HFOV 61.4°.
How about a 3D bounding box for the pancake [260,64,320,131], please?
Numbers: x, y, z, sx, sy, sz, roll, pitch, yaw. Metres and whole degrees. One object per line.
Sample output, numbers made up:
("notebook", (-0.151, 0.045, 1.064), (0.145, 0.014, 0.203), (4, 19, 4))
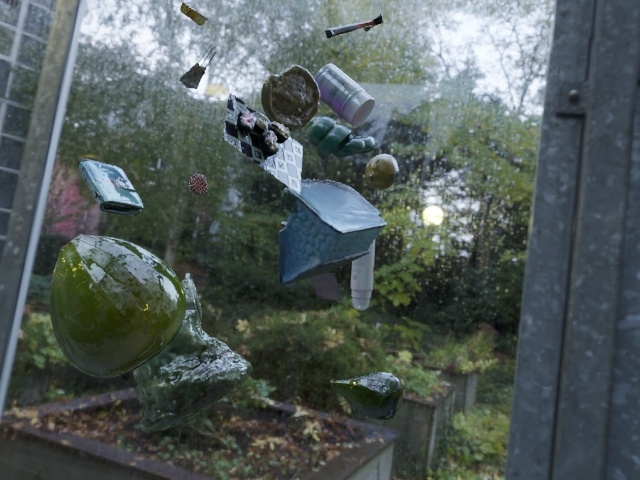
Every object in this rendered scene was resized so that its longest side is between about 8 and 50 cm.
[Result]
("pancake", (-0.095, -0.486, 1.839), (0.236, 0.223, 0.042), (-14, 10, -36))

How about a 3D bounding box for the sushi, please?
("sushi", (-0.131, -0.269, 1.424), (0.043, 0.193, 0.279), (-28, -45, 33))

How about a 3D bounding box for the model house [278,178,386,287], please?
("model house", (0.000, 0.000, 1.928), (0.297, 0.339, 0.360), (39, 29, 25))

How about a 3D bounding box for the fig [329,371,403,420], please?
("fig", (0.105, 0.362, 1.265), (0.177, 0.117, 0.117), (3, -7, 9))

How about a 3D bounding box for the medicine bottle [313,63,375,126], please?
("medicine bottle", (0.097, -0.626, 2.326), (0.254, 0.152, 0.152), (44, 4, 16))

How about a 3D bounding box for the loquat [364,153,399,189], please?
("loquat", (0.267, -0.298, 2.370), (0.152, 0.152, 0.195), (1, 27, 46))

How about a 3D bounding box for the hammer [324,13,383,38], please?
("hammer", (0.115, -0.736, 1.864), (0.287, 0.033, 0.111), (-31, 16, -39))

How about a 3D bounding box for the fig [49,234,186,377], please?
("fig", (-0.467, 0.132, 1.206), (0.315, 0.317, 0.316), (8, -6, 1))

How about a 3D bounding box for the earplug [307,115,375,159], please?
("earplug", (0.081, -0.411, 2.143), (0.280, 0.258, 0.164), (37, -33, -13))

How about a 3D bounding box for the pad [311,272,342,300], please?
("pad", (0.024, 0.191, 2.262), (0.113, 0.006, 0.188), (4, -41, 20))

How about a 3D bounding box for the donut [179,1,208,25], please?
("donut", (-0.417, -0.738, 1.757), (0.083, 0.038, 0.067), (14, 29, -51))

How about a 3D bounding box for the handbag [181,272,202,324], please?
("handbag", (-0.611, 0.272, 2.558), (0.079, 0.219, 0.256), (-4, -35, -6))

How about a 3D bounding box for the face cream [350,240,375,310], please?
("face cream", (0.186, 0.129, 2.367), (0.101, 0.346, 0.102), (3, 3, 0))

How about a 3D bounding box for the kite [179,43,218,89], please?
("kite", (-0.534, -0.777, 2.417), (0.016, 0.229, 0.127), (45, 10, 17))

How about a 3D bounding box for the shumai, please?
("shumai", (-0.435, 0.386, 1.684), (0.397, 0.324, 0.324), (-34, -7, 31))

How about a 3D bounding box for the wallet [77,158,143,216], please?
("wallet", (-0.780, -0.195, 2.003), (0.176, 0.075, 0.250), (12, 32, -52))

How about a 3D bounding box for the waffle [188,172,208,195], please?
("waffle", (-0.442, -0.205, 1.952), (0.029, 0.084, 0.075), (-13, -22, 42))
